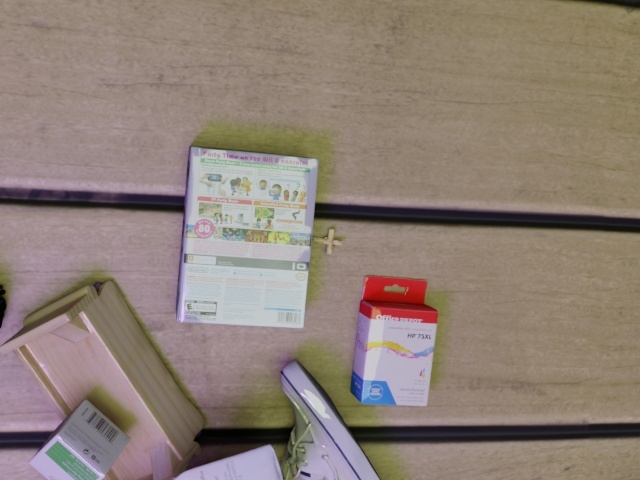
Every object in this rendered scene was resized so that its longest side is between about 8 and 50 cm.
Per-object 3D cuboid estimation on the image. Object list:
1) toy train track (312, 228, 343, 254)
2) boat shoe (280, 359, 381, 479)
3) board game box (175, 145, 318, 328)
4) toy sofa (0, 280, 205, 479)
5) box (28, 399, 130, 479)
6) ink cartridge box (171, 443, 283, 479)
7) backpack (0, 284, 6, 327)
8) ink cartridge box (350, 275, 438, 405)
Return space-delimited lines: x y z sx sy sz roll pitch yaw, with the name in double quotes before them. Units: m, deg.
"toy train track" 0.000 0.000 1.493 0.083 0.014 0.048 7 95 -6
"boat shoe" -0.009 0.398 1.487 0.157 0.136 0.367 -32 112 -4
"board game box" -0.132 -0.006 1.417 0.224 0.097 0.303 5 96 -11
"toy sofa" -0.365 0.262 1.389 0.150 0.177 0.362 -27 103 17
"box" -0.378 0.331 1.265 0.101 0.102 0.087 44 115 -7
"ink cartridge box" -0.252 0.447 1.341 0.385 0.308 0.091 -13 72 -8
"backpack" -0.600 0.124 1.288 0.158 0.173 0.116 16 93 -15
"ink cartridge box" 0.141 0.189 1.513 0.134 0.078 0.230 5 95 -13
